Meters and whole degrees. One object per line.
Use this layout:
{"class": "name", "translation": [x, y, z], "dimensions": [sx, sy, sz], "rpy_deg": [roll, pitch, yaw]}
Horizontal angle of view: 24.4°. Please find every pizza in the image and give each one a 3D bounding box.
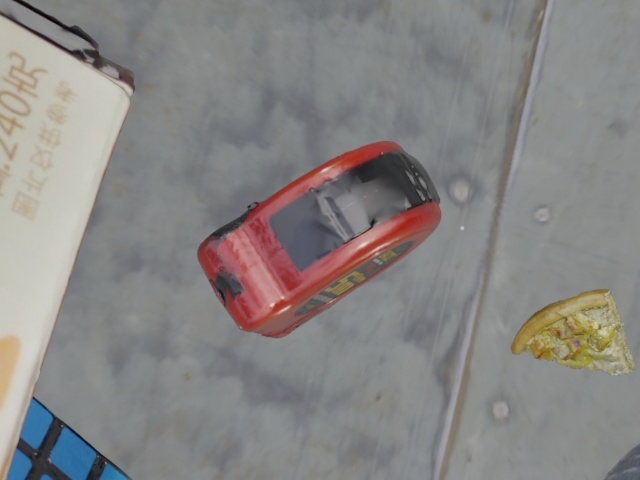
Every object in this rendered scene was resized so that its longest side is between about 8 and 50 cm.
{"class": "pizza", "translation": [0.228, 0.088, 1.250], "dimensions": [0.108, 0.123, 0.026], "rpy_deg": [31, 51, -19]}

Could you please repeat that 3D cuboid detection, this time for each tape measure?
{"class": "tape measure", "translation": [0.000, 0.000, 1.527], "dimensions": [0.260, 0.253, 0.114], "rpy_deg": [-33, 82, 3]}

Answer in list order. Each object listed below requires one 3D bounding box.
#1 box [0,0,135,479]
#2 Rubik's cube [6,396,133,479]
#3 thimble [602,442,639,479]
{"class": "box", "translation": [-0.259, 0.044, 0.363], "dimensions": [0.344, 0.122, 0.385], "rpy_deg": [28, 52, -22]}
{"class": "Rubik's cube", "translation": [-0.272, 0.244, 1.233], "dimensions": [0.163, 0.162, 0.160], "rpy_deg": [-31, 115, 31]}
{"class": "thimble", "translation": [0.318, 0.291, 1.261], "dimensions": [0.236, 0.172, 0.205], "rpy_deg": [13, 133, 39]}
